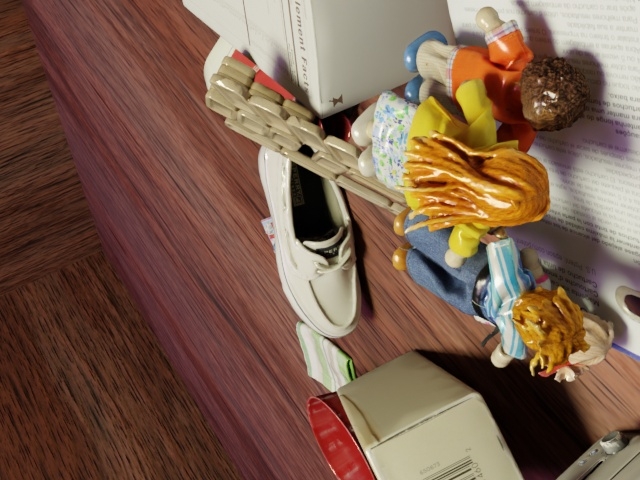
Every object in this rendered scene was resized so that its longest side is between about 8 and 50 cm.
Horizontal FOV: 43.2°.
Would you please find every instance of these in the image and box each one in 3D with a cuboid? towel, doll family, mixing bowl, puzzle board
[{"bbox_3d":[0.013,0.198,1.259,0.152,0.023,0.113,31,143,55],"label":"towel"},{"bbox_3d":[0.097,-0.001,0.496,0.163,0.118,0.263,33,145,55],"label":"doll family"},{"bbox_3d":[0.070,0.271,1.101,0.181,0.098,0.181,51,157,32],"label":"mixing bowl"},{"bbox_3d":[-0.051,0.007,1.201,0.097,0.011,0.128,65,160,-4],"label":"puzzle board"}]

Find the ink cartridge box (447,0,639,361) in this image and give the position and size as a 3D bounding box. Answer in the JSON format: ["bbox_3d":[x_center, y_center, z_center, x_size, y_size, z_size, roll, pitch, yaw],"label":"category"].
[{"bbox_3d":[0.199,-0.067,0.428,0.324,0.071,0.330,31,145,56],"label":"ink cartridge box"}]

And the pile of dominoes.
[{"bbox_3d":[0.024,-0.077,0.681,0.251,0.040,0.196,27,177,-6],"label":"pile of dominoes"}]

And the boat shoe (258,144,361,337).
[{"bbox_3d":[0.000,0.000,0.963,0.088,0.096,0.268,-155,51,-66],"label":"boat shoe"}]

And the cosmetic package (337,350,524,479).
[{"bbox_3d":[0.108,0.218,0.809,0.160,0.113,0.309,64,176,1],"label":"cosmetic package"}]

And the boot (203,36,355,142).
[{"bbox_3d":[-0.043,-0.154,0.887,0.176,0.088,0.244,59,156,7],"label":"boot"}]

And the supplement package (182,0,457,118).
[{"bbox_3d":[-0.014,-0.227,0.652,0.244,0.133,0.139,46,153,40],"label":"supplement package"}]

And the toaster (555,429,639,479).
[{"bbox_3d":[0.243,0.268,0.608,0.227,0.146,0.129,63,160,2],"label":"toaster"}]
